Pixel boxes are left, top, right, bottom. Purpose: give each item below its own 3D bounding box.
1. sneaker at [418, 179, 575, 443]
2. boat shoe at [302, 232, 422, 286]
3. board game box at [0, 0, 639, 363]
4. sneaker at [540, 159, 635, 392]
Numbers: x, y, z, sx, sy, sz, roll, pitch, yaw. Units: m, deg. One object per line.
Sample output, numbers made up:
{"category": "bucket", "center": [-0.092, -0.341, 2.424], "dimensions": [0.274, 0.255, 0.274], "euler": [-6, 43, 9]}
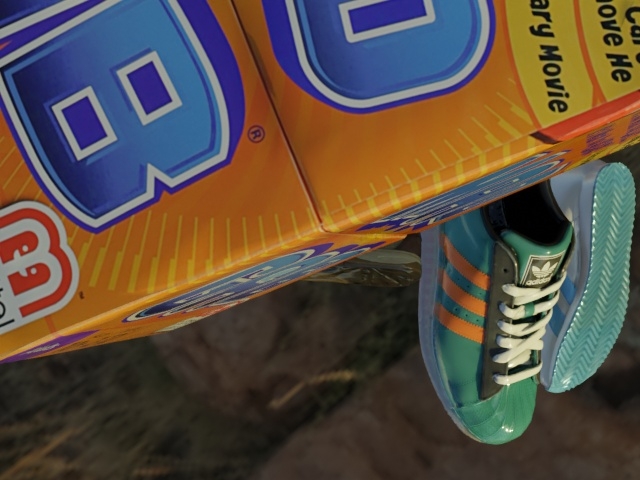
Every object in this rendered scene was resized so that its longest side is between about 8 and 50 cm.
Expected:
{"category": "sneaker", "center": [0.158, 0.037, 1.491], "dimensions": [0.121, 0.108, 0.302], "euler": [5, 106, 52]}
{"category": "boat shoe", "center": [0.000, 0.000, 1.257], "dimensions": [0.152, 0.049, 0.056], "euler": [10, 152, -4]}
{"category": "board game box", "center": [-0.035, -0.167, 0.934], "dimensions": [0.356, 0.356, 0.356], "euler": [-22, 86, 8]}
{"category": "sneaker", "center": [0.235, 0.031, 1.630], "dimensions": [0.092, 0.087, 0.229], "euler": [18, 104, 44]}
